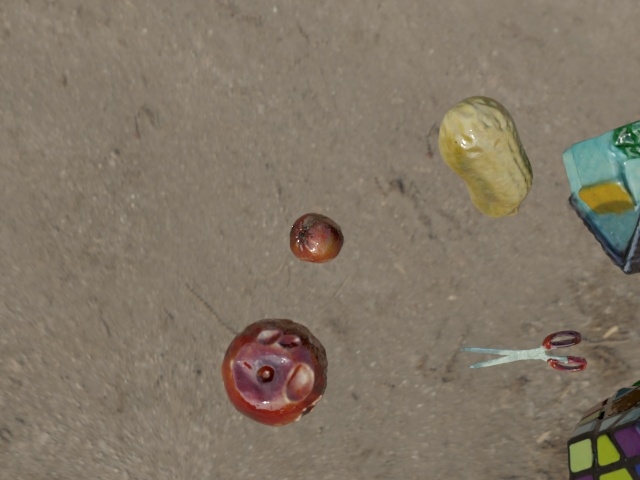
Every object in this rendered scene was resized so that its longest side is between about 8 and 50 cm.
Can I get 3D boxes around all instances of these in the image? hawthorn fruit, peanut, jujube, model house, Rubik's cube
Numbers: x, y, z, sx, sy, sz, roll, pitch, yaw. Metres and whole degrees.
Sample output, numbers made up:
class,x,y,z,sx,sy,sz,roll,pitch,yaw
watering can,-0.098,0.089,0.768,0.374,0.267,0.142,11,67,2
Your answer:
class,x,y,z,sx,sy,sz,roll,pitch,yaw
hawthorn fruit,-0.003,-0.002,1.303,0.077,0.077,0.077,2,74,-8
peanut,0.243,-0.117,1.401,0.120,0.236,0.110,-7,53,23
jujube,-0.062,0.197,1.403,0.155,0.230,0.155,0,77,1
model house,0.558,-0.061,1.537,0.281,0.230,0.248,-9,83,-39
Rubik's cube,0.200,0.136,0.529,0.133,0.112,0.133,-1,115,-2

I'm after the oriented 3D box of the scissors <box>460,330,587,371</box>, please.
class,x,y,z,sx,sy,sz,roll,pitch,yaw
scissors,0.422,0.237,1.985,0.248,0.144,0.017,-6,50,19
